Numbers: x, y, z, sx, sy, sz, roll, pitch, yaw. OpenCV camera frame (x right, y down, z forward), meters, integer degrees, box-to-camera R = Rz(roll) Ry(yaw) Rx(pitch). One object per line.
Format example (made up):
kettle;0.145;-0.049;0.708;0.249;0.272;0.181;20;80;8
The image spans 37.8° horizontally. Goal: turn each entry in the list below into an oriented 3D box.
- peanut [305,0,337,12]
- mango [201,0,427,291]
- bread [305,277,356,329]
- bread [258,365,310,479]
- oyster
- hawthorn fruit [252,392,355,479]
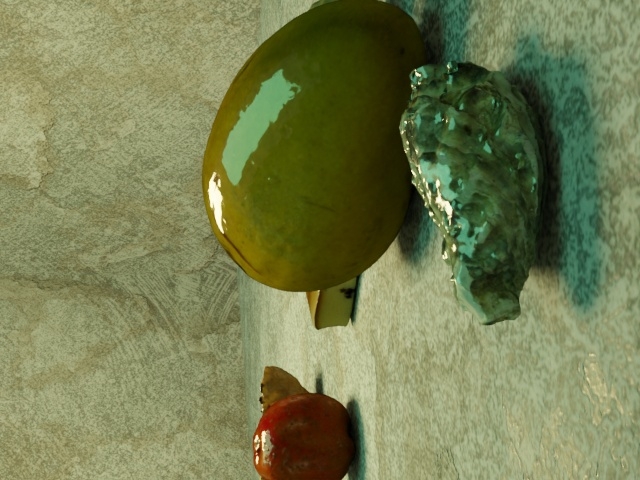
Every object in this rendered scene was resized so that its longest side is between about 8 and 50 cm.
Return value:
peanut;0.015;-0.228;1.425;0.174;0.158;0.340;-45;-22;-30
mango;-0.001;-0.120;1.244;0.220;0.301;0.445;-38;-14;-48
bread;0.000;0.000;1.748;0.361;0.077;0.138;-103;15;-53
bread;-0.066;0.397;1.977;0.129;0.134;0.260;28;-113;-89
oyster;0.134;-0.059;0.871;0.268;0.112;0.198;-116;28;-62
hawthorn fruit;-0.030;0.357;1.641;0.189;0.189;0.189;180;90;-80
